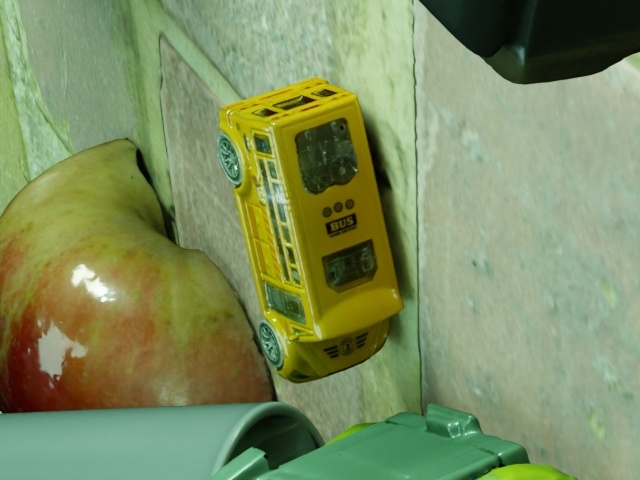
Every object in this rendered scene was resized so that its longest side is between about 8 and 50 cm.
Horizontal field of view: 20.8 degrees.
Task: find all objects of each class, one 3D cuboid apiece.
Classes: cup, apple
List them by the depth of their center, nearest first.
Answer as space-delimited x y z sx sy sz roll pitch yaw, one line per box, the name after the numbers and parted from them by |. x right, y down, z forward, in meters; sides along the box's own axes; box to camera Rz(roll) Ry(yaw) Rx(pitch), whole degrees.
-0.157 0.202 1.066 0.312 0.205 0.205 -3 113 24 | cup
-0.168 0.083 1.297 0.293 0.163 0.251 53 153 40 | apple

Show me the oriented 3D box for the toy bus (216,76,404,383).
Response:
0.000 0.000 0.934 0.074 0.069 0.162 22 129 60 | toy bus

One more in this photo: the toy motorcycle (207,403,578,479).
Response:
0.051 0.259 0.876 0.191 0.200 0.326 4 111 67 | toy motorcycle

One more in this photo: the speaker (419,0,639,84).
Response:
0.060 -0.182 0.457 0.231 0.192 0.153 51 152 31 | speaker
